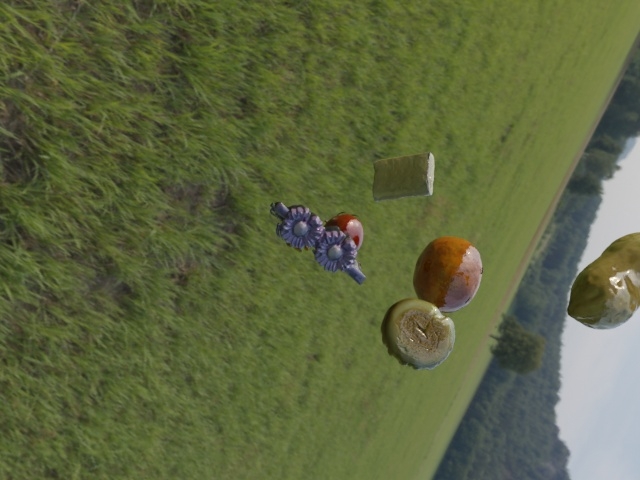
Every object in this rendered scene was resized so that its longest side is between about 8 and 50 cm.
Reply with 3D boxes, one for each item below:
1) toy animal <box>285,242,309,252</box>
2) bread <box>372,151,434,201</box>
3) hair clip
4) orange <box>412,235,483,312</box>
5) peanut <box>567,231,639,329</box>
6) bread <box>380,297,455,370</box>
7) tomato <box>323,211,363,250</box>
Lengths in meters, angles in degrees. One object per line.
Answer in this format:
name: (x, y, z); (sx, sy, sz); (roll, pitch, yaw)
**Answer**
toy animal: (-0.038, -0.009, 1.342); (0.060, 0.081, 0.083); (63, 35, -22)
bread: (0.240, -0.186, 1.552); (0.060, 0.178, 0.139); (35, 55, -54)
hair clip: (0.000, 0.000, 1.277); (0.106, 0.292, 0.084); (-51, -168, 14)
orange: (0.457, 0.121, 1.929); (0.284, 0.226, 0.283); (18, 90, -90)
peanut: (0.603, 0.073, 1.046); (0.319, 0.147, 0.147); (-25, 141, -34)
bread: (0.275, 0.270, 1.525); (0.213, 0.213, 0.104); (-57, 178, -16)
tomato: (0.082, -0.016, 1.924); (0.167, 0.167, 0.167); (-50, 157, -31)
